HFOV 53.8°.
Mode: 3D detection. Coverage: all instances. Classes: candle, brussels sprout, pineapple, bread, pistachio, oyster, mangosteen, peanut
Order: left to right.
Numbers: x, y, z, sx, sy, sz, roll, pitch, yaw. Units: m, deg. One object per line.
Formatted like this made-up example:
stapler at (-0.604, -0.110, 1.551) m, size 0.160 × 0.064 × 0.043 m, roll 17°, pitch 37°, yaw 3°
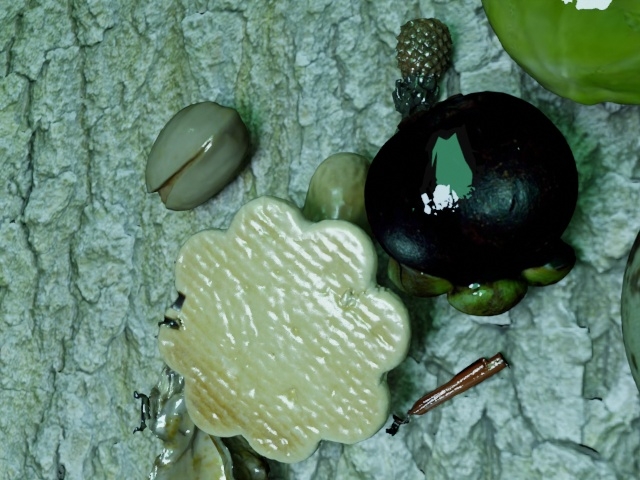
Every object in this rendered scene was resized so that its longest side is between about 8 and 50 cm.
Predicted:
pistachio at (-0.176, -0.119, 0.891) m, size 0.185 × 0.124 × 0.124 m, roll -49°, pitch 65°, yaw 18°
oyster at (-0.158, 0.290, 0.811) m, size 0.197 × 0.133 × 0.337 m, roll -21°, pitch 70°, yaw 23°
bread at (-0.047, 0.102, 0.723) m, size 0.315 × 0.054 × 0.316 m, roll 2°, pitch 95°, yaw 19°
peanut at (0.000, 0.000, 0.791) m, size 0.120 × 0.110 × 0.237 m, roll 22°, pitch 93°, yaw 22°
pineapple at (0.123, -0.193, 0.790) m, size 0.074 × 0.074 × 0.160 m, roll 8°, pitch 87°, yaw 27°
candle at (0.144, 0.180, 0.743) m, size 0.167 × 0.021 × 0.026 m, roll -36°, pitch 88°, yaw 16°
mangosteen at (0.160, -0.036, 0.673) m, size 0.242 × 0.243 × 0.243 m, roll -5°, pitch 79°, yaw 25°
brussels sprout at (0.322, -0.290, 0.615) m, size 0.343 × 0.268 × 0.344 m, roll 1°, pitch 95°, yaw 8°

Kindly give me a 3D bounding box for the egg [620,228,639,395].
egg at (0.403, 0.103, 0.481) m, size 0.287 × 0.287 × 0.380 m, roll -23°, pitch 80°, yaw 21°
